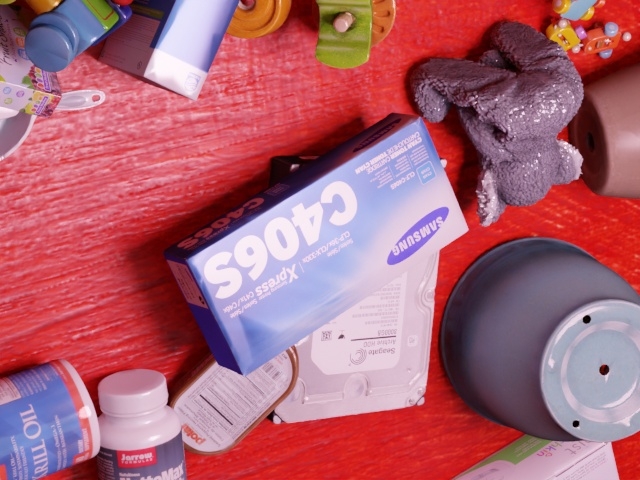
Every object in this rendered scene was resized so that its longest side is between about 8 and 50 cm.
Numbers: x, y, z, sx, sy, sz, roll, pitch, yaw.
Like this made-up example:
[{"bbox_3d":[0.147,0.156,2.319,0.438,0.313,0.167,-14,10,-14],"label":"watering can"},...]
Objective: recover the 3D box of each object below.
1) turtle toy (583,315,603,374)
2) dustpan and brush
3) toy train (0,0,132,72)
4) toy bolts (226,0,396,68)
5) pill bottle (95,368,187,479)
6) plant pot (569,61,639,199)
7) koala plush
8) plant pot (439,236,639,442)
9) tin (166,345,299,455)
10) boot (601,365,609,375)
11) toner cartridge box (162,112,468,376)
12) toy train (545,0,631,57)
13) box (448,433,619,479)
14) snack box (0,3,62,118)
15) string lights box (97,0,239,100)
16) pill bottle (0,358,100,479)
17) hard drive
[{"bbox_3d":[0.376,0.129,2.160,0.095,0.066,0.130,33,89,-16],"label":"turtle toy"},{"bbox_3d":[-0.343,-0.148,1.654,0.211,0.060,0.147,-11,109,-28],"label":"dustpan and brush"},{"bbox_3d":[-0.314,-0.294,1.569,0.105,0.143,0.248,-31,107,29],"label":"toy train"},{"bbox_3d":[-0.013,-0.341,1.786,0.218,0.158,0.228,8,115,8],"label":"toy bolts"},{"bbox_3d":[-0.217,0.252,1.816,0.108,0.108,0.180,-14,110,-27],"label":"pill bottle"},{"bbox_3d":[0.470,-0.150,2.053,0.229,0.263,0.263,-11,110,-10],"label":"plant pot"},{"bbox_3d":[0.251,-0.132,1.955,0.196,0.203,0.221,-27,128,-22],"label":"koala plush"},{"bbox_3d":[0.324,0.145,1.982,0.272,0.255,0.271,-2,98,-13],"label":"plant pot"},{"bbox_3d":[-0.109,0.184,1.867,0.190,0.040,0.106,-44,99,6],"label":"tin"},{"bbox_3d":[0.512,0.200,2.270,0.198,0.077,0.137,35,89,-20],"label":"boot"},{"bbox_3d":[0.000,0.000,1.814,0.348,0.075,0.165,-33,113,-20],"label":"toner cartridge box"},{"bbox_3d":[0.356,-0.302,2.020,0.125,0.046,0.166,-17,150,-7],"label":"toy train"},{"bbox_3d":[0.303,0.417,2.164,0.262,0.127,0.231,-28,116,-22],"label":"box"},{"bbox_3d":[-0.335,-0.198,1.601,0.100,0.141,0.037,11,131,-33],"label":"snack box"},{"bbox_3d":[-0.144,-0.297,1.688,0.077,0.133,0.259,23,91,-34],"label":"string lights box"},{"bbox_3d":[-0.371,0.225,1.705,0.221,0.124,0.124,-20,113,-25],"label":"pill bottle"},{"bbox_3d":[0.040,0.058,1.943,0.237,0.064,0.339,-3,106,-30],"label":"hard drive"}]
